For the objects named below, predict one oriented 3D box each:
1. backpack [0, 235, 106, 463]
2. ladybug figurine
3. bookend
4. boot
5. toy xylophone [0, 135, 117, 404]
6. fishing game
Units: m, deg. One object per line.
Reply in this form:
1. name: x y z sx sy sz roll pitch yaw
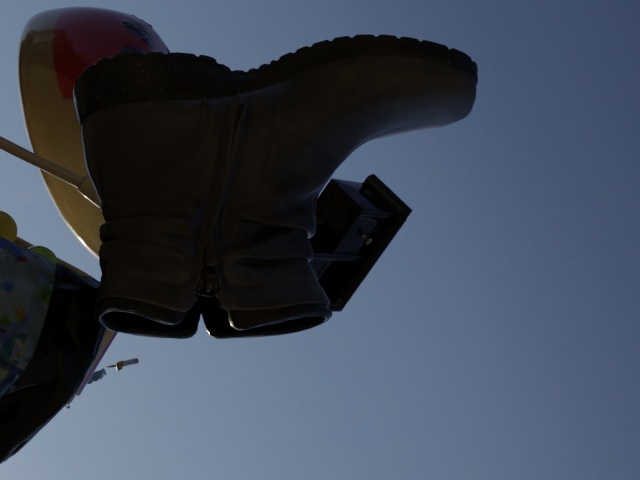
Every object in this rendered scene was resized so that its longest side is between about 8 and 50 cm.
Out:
1. backpack: -0.384 0.062 0.883 0.290 0.273 0.355 -31 -63 35
2. ladybug figurine: -0.251 -0.151 1.544 0.162 0.305 0.449 -25 -140 6
3. bookend: 0.000 0.000 1.396 0.072 0.156 0.157 46 -68 29
4. boot: -0.019 -0.033 0.957 0.118 0.338 0.222 112 -32 -65
5. toy xylophone: -0.339 0.010 1.192 0.236 0.323 0.081 -67 -162 5
6. fishing game: -0.368 0.213 1.625 0.264 0.189 0.041 -20 -94 -1
